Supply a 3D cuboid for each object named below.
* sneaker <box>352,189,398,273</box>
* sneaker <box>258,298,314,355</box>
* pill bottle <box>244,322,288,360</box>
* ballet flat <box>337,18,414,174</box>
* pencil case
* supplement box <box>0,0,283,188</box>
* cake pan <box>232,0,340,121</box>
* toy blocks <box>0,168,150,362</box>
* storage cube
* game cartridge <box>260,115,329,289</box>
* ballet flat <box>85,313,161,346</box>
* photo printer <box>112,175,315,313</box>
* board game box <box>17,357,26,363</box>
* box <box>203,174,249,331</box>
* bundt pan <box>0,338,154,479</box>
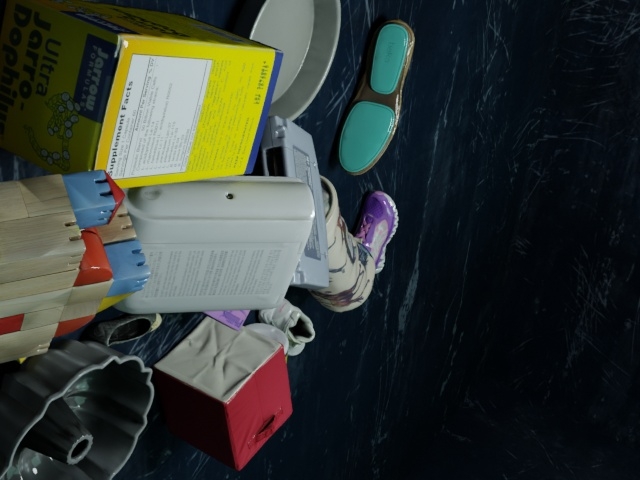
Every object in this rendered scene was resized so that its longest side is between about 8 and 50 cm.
[{"bbox_3d":[0.116,-0.008,2.244,0.104,0.095,0.236,-23,134,-45],"label":"sneaker"},{"bbox_3d":[-0.063,0.209,2.053,0.090,0.115,0.232,-56,154,-19],"label":"sneaker"},{"bbox_3d":[-0.137,0.294,1.982,0.119,0.119,0.208,-34,142,-48],"label":"pill bottle"},{"bbox_3d":[0.125,-0.310,1.988,0.124,0.116,0.342,-47,152,-74],"label":"ballet flat"},{"bbox_3d":[0.000,0.000,1.936,0.410,0.159,0.184,57,31,-61],"label":"pencil case"},{"bbox_3d":[-0.240,-0.201,1.241,0.356,0.195,0.194,-14,124,-60],"label":"supplement box"},{"bbox_3d":[-0.065,-0.345,1.619,0.293,0.054,0.293,-44,148,-38],"label":"cake pan"},{"bbox_3d":[-0.332,0.038,1.091,0.261,0.191,0.381,-12,157,-31],"label":"toy blocks"},{"bbox_3d":[-0.184,0.290,1.784,0.183,0.215,0.193,-43,141,-38],"label":"storage cube"},{"bbox_3d":[-0.043,-0.060,1.656,0.198,0.062,0.297,28,54,-75],"label":"game cartridge"},{"bbox_3d":[-0.329,0.156,1.564,0.173,0.049,0.057,-14,125,-59],"label":"ballet flat"},{"bbox_3d":[-0.187,0.010,1.404,0.307,0.107,0.256,-1,142,-20],"label":"photo printer"},{"bbox_3d":[-0.411,0.071,1.329,0.170,0.048,0.141,-49,153,-31],"label":"board game box"},{"bbox_3d":[-0.176,0.013,1.652,0.243,0.117,0.213,-61,155,-8],"label":"box"},{"bbox_3d":[-0.415,0.294,1.418,0.331,0.124,0.331,-47,153,-33],"label":"bundt pan"}]
